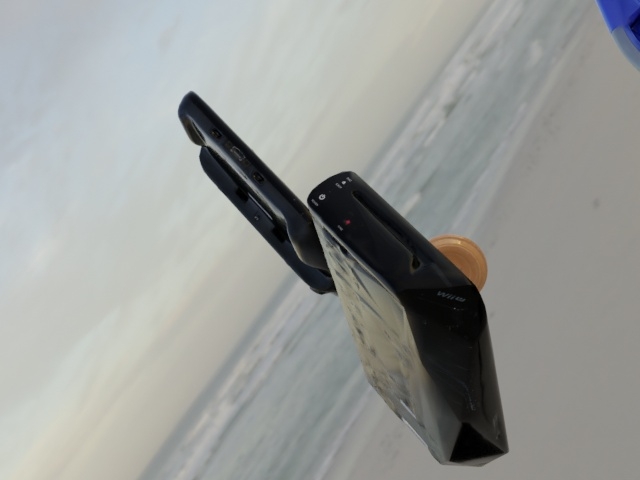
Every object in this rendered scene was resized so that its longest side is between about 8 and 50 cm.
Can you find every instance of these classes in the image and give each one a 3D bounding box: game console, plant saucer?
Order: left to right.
[{"bbox_3d":[0.000,0.000,0.775,0.044,0.361,0.213,-34,-38,-13],"label":"game console"},{"bbox_3d":[0.142,0.034,1.215,0.083,0.083,0.013,-54,8,20],"label":"plant saucer"}]

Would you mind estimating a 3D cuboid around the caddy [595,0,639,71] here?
[{"bbox_3d":[0.419,-0.249,1.227,0.179,0.341,0.241,-36,-29,1],"label":"caddy"}]
